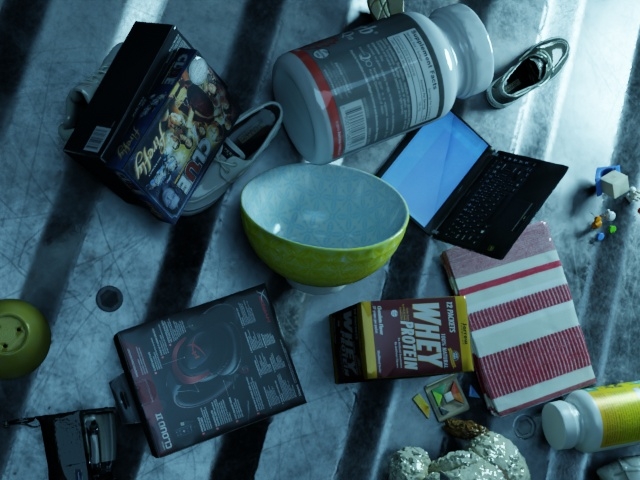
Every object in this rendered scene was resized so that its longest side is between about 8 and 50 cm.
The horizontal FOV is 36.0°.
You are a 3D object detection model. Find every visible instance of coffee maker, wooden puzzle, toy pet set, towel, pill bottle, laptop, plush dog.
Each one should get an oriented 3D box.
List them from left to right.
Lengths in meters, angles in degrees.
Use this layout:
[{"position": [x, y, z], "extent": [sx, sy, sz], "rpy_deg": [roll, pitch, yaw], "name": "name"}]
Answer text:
[{"position": [-0.402, 0.364, 1.580], "extent": [0.171, 0.120, 0.178], "rpy_deg": [-9, 80, 7], "name": "coffee maker"}, {"position": [0.114, -0.289, 1.776], "extent": [0.363, 0.210, 0.210], "rpy_deg": [-23, 86, -16], "name": "pill bottle"}, {"position": [0.232, 0.290, 1.809], "extent": [0.116, 0.014, 0.078], "rpy_deg": [-28, 88, -19], "name": "wooden puzzle"}, {"position": [0.276, -0.119, 1.833], "extent": [0.234, 0.264, 0.136], "rpy_deg": [-51, 132, -17], "name": "laptop"}, {"position": [0.280, 0.427, 1.723], "extent": [0.225, 0.211, 0.262], "rpy_deg": [-37, 93, -45], "name": "plush dog"}, {"position": [0.377, 0.145, 1.867], "extent": [0.237, 0.037, 0.328], "rpy_deg": [-15, 86, -20], "name": "towel"}, {"position": [0.523, 0.330, 1.828], "extent": [0.209, 0.117, 0.117], "rpy_deg": [-6, 81, -16], "name": "pill bottle"}, {"position": [0.572, -0.083, 1.962], "extent": [0.122, 0.065, 0.114], "rpy_deg": [-29, 123, -16], "name": "toy pet set"}]

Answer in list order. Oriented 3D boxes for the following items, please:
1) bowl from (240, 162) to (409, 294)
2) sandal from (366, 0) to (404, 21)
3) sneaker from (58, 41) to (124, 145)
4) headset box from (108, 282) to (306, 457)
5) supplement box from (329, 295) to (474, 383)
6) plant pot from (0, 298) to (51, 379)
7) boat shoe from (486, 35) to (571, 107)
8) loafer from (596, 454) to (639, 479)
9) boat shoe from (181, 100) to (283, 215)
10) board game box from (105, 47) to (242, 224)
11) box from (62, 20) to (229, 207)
[{"position": [0.000, 0.000, 1.707], "extent": [0.290, 0.289, 0.156], "rpy_deg": [-3, 123, -16], "name": "bowl"}, {"position": [0.135, -0.423, 1.902], "extent": [0.072, 0.049, 0.180], "rpy_deg": [-28, 103, -13], "name": "sandal"}, {"position": [-0.372, -0.249, 1.680], "extent": [0.090, 0.115, 0.232], "rpy_deg": [14, 73, 19], "name": "sneaker"}, {"position": [-0.201, 0.221, 1.651], "extent": [0.293, 0.110, 0.218], "rpy_deg": [-19, 85, -18], "name": "headset box"}, {"position": [0.135, 0.175, 1.709], "extent": [0.192, 0.194, 0.129], "rpy_deg": [-2, 80, -16], "name": "supplement box"}, {"position": [-0.503, 0.154, 1.589], "extent": [0.134, 0.095, 0.134], "rpy_deg": [3, 79, -16], "name": "plant pot"}, {"position": [0.426, -0.338, 1.950], "extent": [0.219, 0.070, 0.077], "rpy_deg": [-40, 92, -18], "name": "boat shoe"}, {"position": [0.590, 0.557, 1.818], "extent": [0.112, 0.112, 0.319], "rpy_deg": [-14, 86, 2], "name": "loafer"}, {"position": [-0.164, -0.150, 1.743], "extent": [0.267, 0.088, 0.096], "rpy_deg": [-41, 92, -19], "name": "boat shoe"}, {"position": [-0.236, -0.171, 1.628], "extent": [0.042, 0.165, 0.243], "rpy_deg": [14, 67, 33], "name": "board game box"}, {"position": [-0.288, -0.208, 1.665], "extent": [0.184, 0.103, 0.261], "rpy_deg": [45, 64, -50], "name": "box"}]
